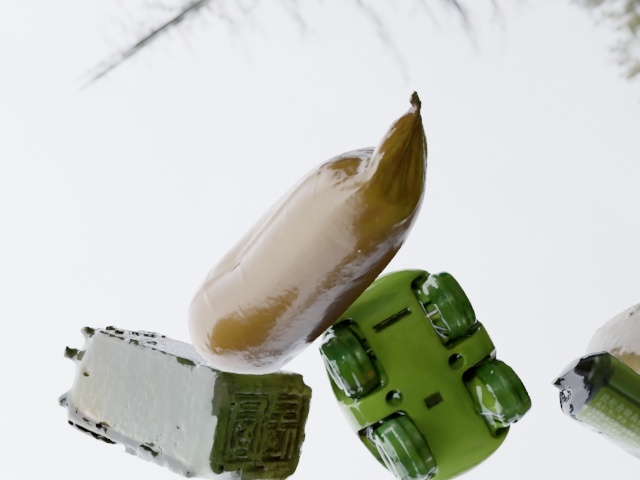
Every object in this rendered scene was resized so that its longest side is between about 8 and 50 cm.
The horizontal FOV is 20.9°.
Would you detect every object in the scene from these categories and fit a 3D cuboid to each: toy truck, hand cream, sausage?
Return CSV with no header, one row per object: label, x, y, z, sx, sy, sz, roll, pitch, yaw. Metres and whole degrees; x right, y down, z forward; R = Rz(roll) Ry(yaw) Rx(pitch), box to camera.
toy truck,0.075,0.111,1.568,0.187,0.148,0.210,62,172,-21
hand cream,0.267,0.152,1.247,0.235,0.086,0.055,33,-107,-10
sausage,0.004,-0.002,1.409,0.112,0.328,0.112,23,-138,-23

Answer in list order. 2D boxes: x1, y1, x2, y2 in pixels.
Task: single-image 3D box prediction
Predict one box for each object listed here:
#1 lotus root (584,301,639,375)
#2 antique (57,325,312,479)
lotus root,0.321,0.108,1.509,0.154,0.257,0.140,-35,-74,-45
antique,-0.165,0.175,1.910,0.150,0.284,0.125,9,-87,-52
